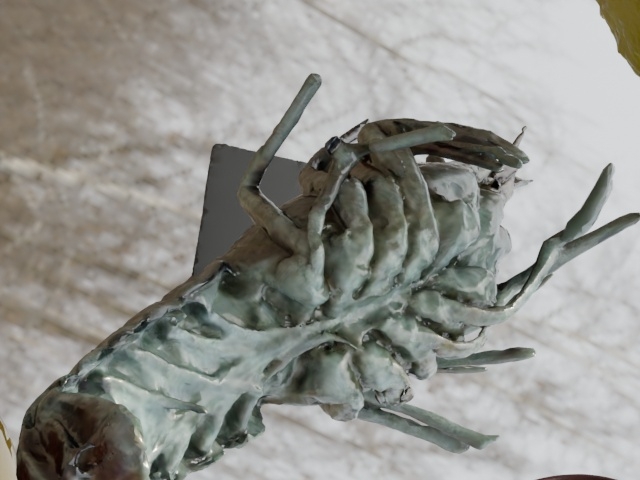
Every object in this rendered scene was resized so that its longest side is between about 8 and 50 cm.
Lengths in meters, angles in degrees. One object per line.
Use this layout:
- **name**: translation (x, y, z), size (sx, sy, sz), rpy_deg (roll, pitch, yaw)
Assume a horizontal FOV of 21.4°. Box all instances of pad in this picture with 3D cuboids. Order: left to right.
- **pad**: translation (0.000, 0.000, 1.785), size (0.009, 0.265, 0.160), rpy_deg (159, -59, -73)

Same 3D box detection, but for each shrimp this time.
- **shrimp**: translation (0.010, 0.028, 0.830), size (0.410, 0.221, 0.166), rpy_deg (-26, -157, -34)

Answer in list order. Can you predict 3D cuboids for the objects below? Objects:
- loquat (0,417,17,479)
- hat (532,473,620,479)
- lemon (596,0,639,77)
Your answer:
- **loquat**: translation (-0.267, 0.145, 0.852), size (0.235, 0.235, 0.235), rpy_deg (-51, -157, 30)
- **hat**: translation (0.237, 0.290, 1.543), size (0.205, 0.205, 0.089), rpy_deg (-108, -164, -64)
- **lemon**: translation (0.249, -0.184, 0.792), size (0.268, 0.268, 0.322), rpy_deg (-29, -120, 58)
